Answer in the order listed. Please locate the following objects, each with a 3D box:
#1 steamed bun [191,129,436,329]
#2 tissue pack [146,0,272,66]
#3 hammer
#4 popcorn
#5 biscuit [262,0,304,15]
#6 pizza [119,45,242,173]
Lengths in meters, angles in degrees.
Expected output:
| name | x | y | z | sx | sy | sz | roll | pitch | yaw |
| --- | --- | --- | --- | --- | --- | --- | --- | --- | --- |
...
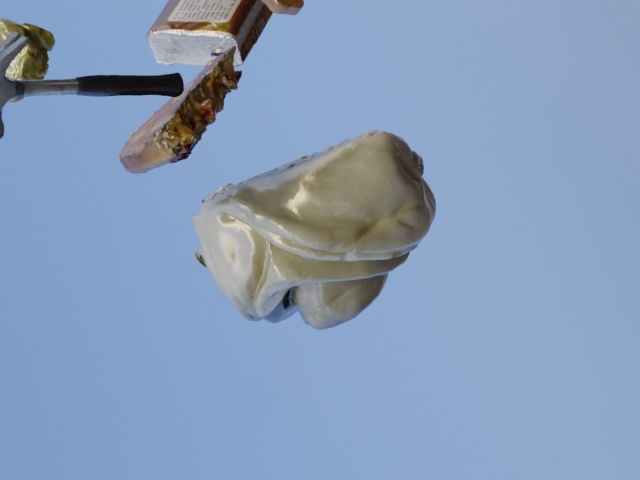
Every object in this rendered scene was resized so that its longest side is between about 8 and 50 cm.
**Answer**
| name | x | y | z | sx | sy | sz | roll | pitch | yaw |
| --- | --- | --- | --- | --- | --- | --- | --- | --- | --- |
| steamed bun | 0.000 | 0.000 | 1.482 | 0.346 | 0.394 | 0.237 | -25 | -84 | -36 |
| tissue pack | -0.194 | -0.412 | 1.968 | 0.092 | 0.183 | 0.226 | 72 | -151 | -44 |
| hammer | -0.243 | -0.167 | 1.134 | 0.246 | 0.103 | 0.029 | -12 | -148 | -43 |
| popcorn | -0.398 | -0.231 | 1.404 | 0.097 | 0.109 | 0.089 | 34 | -154 | 22 |
| biscuit | -0.115 | -0.457 | 1.735 | 0.236 | 0.040 | 0.144 | 35 | -142 | -10 |
| pizza | -0.153 | -0.150 | 1.287 | 0.062 | 0.199 | 0.188 | 45 | 167 | -19 |
